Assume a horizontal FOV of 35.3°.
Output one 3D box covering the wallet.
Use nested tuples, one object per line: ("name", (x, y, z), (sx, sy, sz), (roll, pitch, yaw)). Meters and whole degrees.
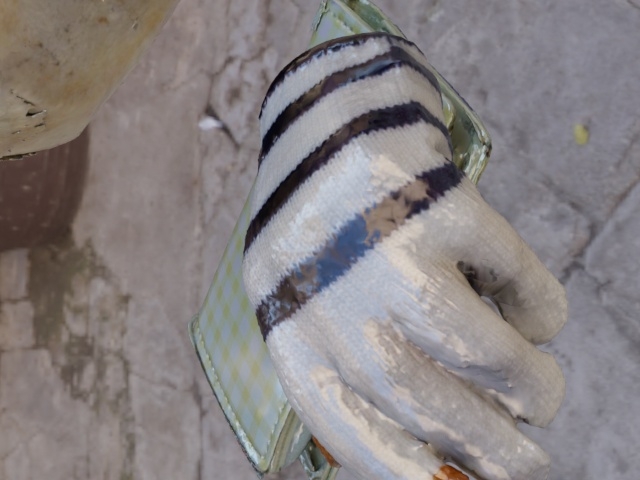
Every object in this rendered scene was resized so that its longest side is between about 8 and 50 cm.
("wallet", (0.000, 0.000, 0.734), (0.309, 0.077, 0.223), (-66, 31, 26))

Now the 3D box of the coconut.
("coconut", (-0.269, -0.240, 0.832), (0.352, 0.353, 0.352), (-9, 79, 50))

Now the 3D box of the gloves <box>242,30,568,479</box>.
("gloves", (0.029, 0.022, 0.465), (0.140, 0.131, 0.218), (-23, 55, 24))
